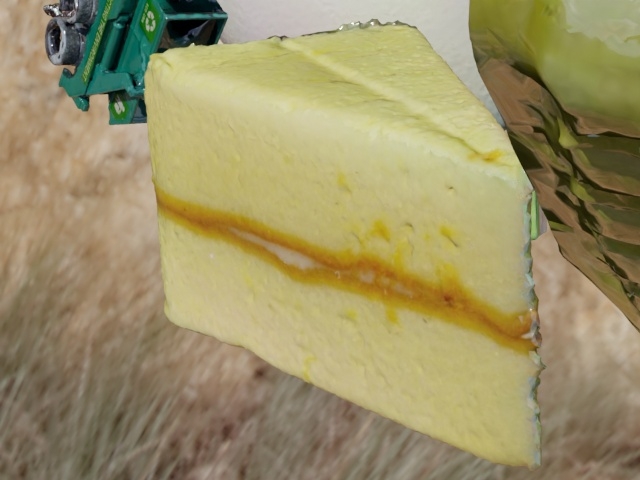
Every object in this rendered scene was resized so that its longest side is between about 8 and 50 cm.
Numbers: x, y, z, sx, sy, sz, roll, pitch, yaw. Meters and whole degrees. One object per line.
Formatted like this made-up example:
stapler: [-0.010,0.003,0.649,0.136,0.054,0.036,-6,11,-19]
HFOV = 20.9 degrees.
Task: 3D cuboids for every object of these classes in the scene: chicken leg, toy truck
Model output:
chicken leg: [-0.180,-0.177,1.382,0.083,0.021,0.036,-6,75,5]
toy truck: [-0.111,-0.169,1.233,0.110,0.216,0.116,-6,48,-33]

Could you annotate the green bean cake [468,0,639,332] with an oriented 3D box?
green bean cake: [0.146,-0.092,0.529,0.124,0.236,0.233,14,71,24]

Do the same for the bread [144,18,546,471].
bread: [0.002,0.001,0.854,0.163,0.167,0.264,-7,19,-6]

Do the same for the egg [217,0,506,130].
egg: [0.034,-0.280,1.663,0.340,0.354,0.354,17,53,-22]

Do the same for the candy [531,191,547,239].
candy: [0.168,-0.032,1.678,0.097,0.194,0.062,0,92,10]
